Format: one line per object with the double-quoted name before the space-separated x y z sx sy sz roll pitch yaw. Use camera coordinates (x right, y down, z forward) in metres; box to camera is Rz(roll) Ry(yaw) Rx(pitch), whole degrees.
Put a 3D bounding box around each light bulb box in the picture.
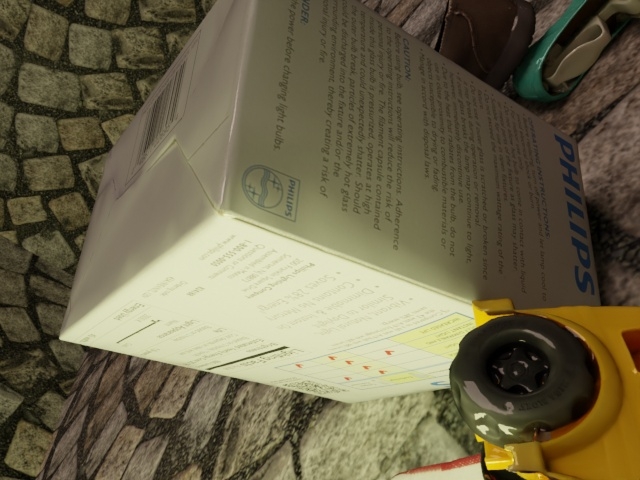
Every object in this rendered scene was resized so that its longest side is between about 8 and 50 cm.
"light bulb box" 0.000 0.000 0.562 0.358 0.361 0.225 -28 50 49

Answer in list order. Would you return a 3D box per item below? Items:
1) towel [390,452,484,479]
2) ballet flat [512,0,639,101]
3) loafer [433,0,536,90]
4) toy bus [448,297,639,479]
"towel" 0.116 0.294 0.386 0.237 0.037 0.329 -34 29 40
"ballet flat" 0.339 -0.266 0.706 0.247 0.083 0.087 -52 29 19
"loafer" 0.148 -0.198 0.843 0.134 0.130 0.366 -79 15 -47
"toy bus" 0.189 0.138 0.318 0.211 0.149 0.220 -9 43 17
